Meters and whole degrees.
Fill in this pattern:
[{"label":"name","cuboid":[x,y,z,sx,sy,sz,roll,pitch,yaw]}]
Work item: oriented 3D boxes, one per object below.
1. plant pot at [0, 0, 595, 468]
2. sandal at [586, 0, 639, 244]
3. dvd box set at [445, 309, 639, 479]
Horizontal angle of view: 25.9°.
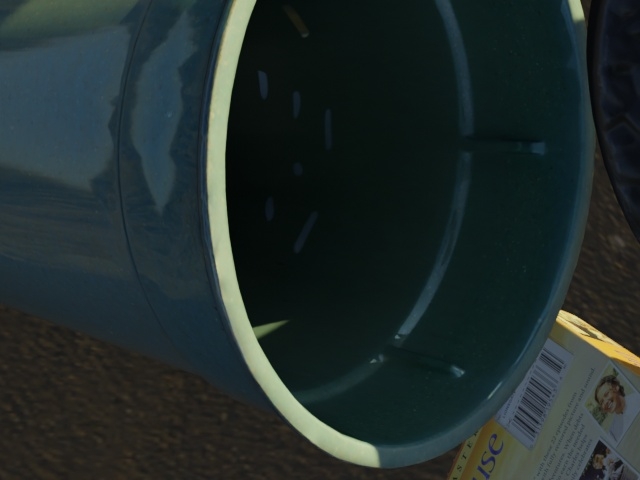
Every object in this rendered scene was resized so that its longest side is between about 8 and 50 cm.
[{"label":"plant pot","cuboid":[-0.063,-0.060,0.854,0.334,0.341,0.341,6,83,41]},{"label":"sandal","cuboid":[0.276,0.000,0.501,0.445,0.107,0.168,26,117,-15]},{"label":"dvd box set","cuboid":[0.219,0.257,1.051,0.308,0.062,0.420,-68,26,8]}]
